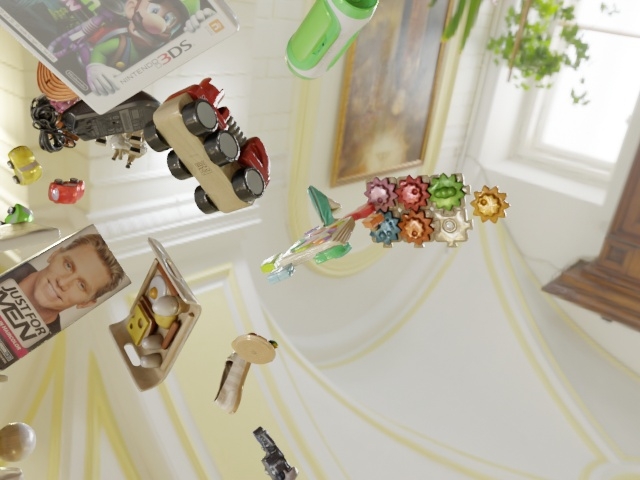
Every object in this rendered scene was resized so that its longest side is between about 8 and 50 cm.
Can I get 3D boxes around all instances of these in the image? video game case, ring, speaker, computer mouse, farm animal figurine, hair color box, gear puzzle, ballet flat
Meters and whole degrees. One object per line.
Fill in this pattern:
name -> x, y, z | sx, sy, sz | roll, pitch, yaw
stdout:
video game case -> -0.679, 0.002, 1.309 | 0.227, 0.026, 0.206 | -18, -163, -39
ring -> -0.520, -0.456, 1.473 | 0.337, 0.336, 0.032 | 27, 172, 37
speaker -> 0.019, -0.497, 1.505 | 0.131, 0.131, 0.296 | -4, 165, -26
video game case -> -0.195, -0.213, 0.550 | 0.173, 0.190, 0.022 | -24, -136, 21
computer mouse -> -0.479, -0.281, 1.387 | 0.272, 0.188, 0.072 | -14, -108, -18
farm animal figurine -> -0.588, -0.367, 1.758 | 0.327, 0.172, 0.330 | 22, 154, -26
hair color box -> -0.628, 0.123, 1.455 | 0.105, 0.173, 0.347 | -12, -158, 50
gear puzzle -> 0.256, -0.064, 1.451 | 0.339, 0.175, 0.044 | -1, -167, 28
ballet flat -> 0.035, -0.064, 1.942 | 0.087, 0.083, 0.247 | -18, -108, -5

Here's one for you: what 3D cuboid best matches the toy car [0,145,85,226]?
toy car -> -0.699, -0.088, 1.561 | 0.053, 0.225, 0.239 | 28, 172, 30

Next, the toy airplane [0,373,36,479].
toy airplane -> -0.718, 0.456, 1.342 | 0.384, 0.386, 0.272 | 48, -148, 22

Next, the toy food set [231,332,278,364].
toy food set -> -0.119, 0.198, 1.173 | 0.083, 0.083, 0.020 | 31, -138, -10

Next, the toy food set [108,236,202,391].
toy food set -> -0.411, 0.178, 1.530 | 0.092, 0.306, 0.219 | 2, -141, -47

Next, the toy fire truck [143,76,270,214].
toy fire truck -> -0.185, -0.193, 1.152 | 0.159, 0.217, 0.246 | -16, -146, 31

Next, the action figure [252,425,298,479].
action figure -> -0.098, 0.620, 1.494 | 0.179, 0.341, 0.330 | -32, 176, -24

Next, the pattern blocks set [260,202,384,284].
pattern blocks set -> 0.000, 0.000, 1.364 | 0.286, 0.026, 0.325 | -25, -169, 8

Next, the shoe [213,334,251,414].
shoe -> -0.214, 0.323, 1.600 | 0.058, 0.076, 0.219 | 24, -134, -15
